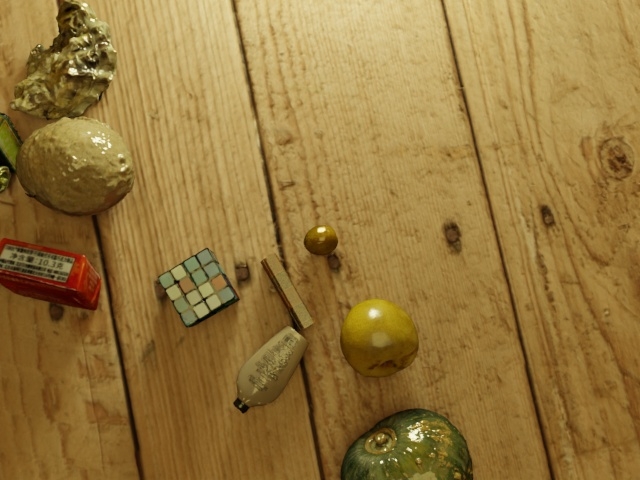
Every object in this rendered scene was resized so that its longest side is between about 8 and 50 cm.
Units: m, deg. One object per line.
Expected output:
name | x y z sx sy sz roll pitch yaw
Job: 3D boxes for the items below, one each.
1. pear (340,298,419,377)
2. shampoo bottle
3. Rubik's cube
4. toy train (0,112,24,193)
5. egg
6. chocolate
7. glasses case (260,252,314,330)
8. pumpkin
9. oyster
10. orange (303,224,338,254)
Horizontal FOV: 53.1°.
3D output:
pear | 0.150 0.251 1.691 0.209 0.209 0.208 0 83 -4
shampoo bottle | -0.139 0.351 1.715 0.127 0.078 0.257 39 81 5
Rubik's cube | -0.317 0.127 1.691 0.151 0.155 0.154 -31 86 -7
toy train | -0.872 -0.231 1.652 0.134 0.261 0.177 18 69 -3
egg | -0.632 -0.190 1.660 0.311 0.279 0.279 17 82 11
chocolate | -0.694 0.090 1.636 0.238 0.234 0.107 14 72 -2
glasses case | -0.090 0.141 1.746 0.049 0.075 0.218 -30 87 -4
pumpkin | 0.224 0.587 1.609 0.328 0.291 0.257 -29 111 7
oyster | -0.708 -0.473 1.755 0.238 0.115 0.351 44 82 2
orange | 0.000 0.000 1.765 0.095 0.085 0.085 -15 85 1
